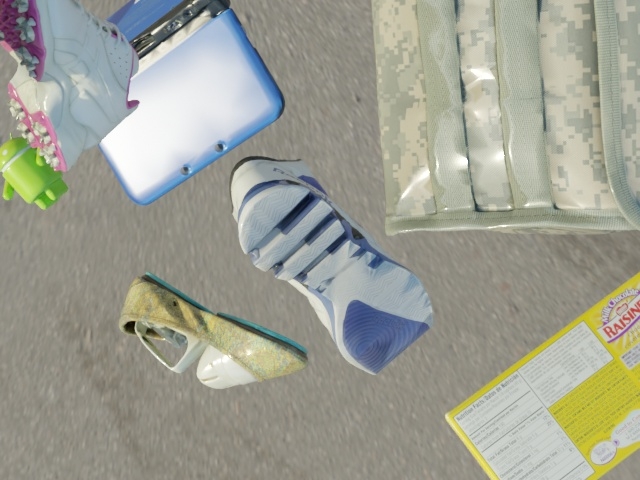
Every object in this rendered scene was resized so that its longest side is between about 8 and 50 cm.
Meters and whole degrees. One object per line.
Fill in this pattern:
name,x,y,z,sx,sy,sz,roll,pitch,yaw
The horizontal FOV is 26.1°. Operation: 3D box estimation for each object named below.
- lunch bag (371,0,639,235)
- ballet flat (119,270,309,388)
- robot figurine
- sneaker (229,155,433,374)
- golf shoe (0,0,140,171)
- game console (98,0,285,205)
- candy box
lunch bag,0.184,-0.122,0.858,0.287,0.169,0.235,-1,95,35
ballet flat,-0.164,0.150,1.991,0.123,0.348,0.123,-25,126,-41
robot figurine,-0.417,-0.100,1.977,0.115,0.067,0.101,49,123,-3
sneaker,-0.001,-0.001,1.584,0.127,0.182,0.315,-38,128,7
golf shoe,-0.263,-0.207,1.436,0.140,0.306,0.115,-32,64,-21
game console,-0.186,-0.235,1.873,0.293,0.250,0.173,-30,122,31
candy box,0.206,0.114,1.032,0.206,0.027,0.105,-35,74,-5
